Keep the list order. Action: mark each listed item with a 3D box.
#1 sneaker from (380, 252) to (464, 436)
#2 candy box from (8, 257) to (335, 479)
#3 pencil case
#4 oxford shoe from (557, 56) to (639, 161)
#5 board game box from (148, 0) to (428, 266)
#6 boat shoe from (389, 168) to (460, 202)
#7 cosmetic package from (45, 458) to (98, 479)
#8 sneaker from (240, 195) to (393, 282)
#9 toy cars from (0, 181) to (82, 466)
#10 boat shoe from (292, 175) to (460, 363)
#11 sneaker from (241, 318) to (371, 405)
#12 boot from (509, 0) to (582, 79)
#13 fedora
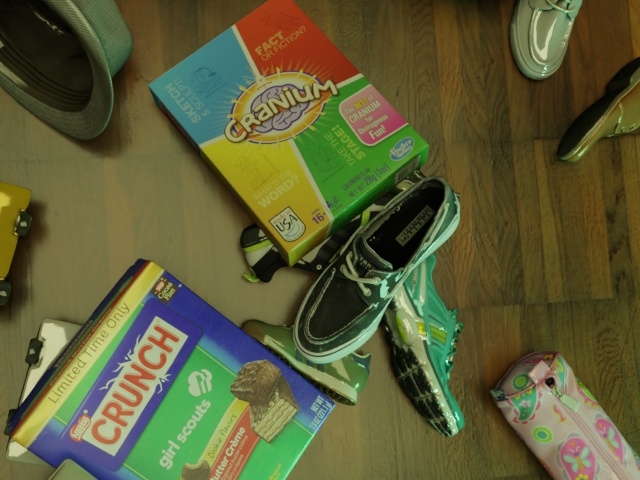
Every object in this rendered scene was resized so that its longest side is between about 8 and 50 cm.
[{"bbox_3d":[0.158,0.141,1.217,0.110,0.107,0.275,-16,88,-19],"label":"sneaker"},{"bbox_3d":[-0.185,0.220,1.104,0.317,0.122,0.268,40,74,-15],"label":"candy box"},{"bbox_3d":[0.368,0.288,1.225,0.124,0.124,0.284,-38,93,-10],"label":"pencil case"},{"bbox_3d":[0.446,-0.185,1.304,0.212,0.076,0.076,-44,104,-9],"label":"oxford shoe"},{"bbox_3d":[-0.046,-0.159,1.180,0.242,0.064,0.316,-38,74,-10],"label":"board game box"},{"bbox_3d":[0.104,-0.107,1.237,0.223,0.080,0.073,21,87,-2],"label":"boat shoe"},{"bbox_3d":[-0.332,0.409,1.019,0.160,0.113,0.309,40,123,-4],"label":"cosmetic package"},{"bbox_3d":[0.000,0.000,1.220,0.234,0.084,0.097,-16,98,-3],"label":"sneaker"},{"bbox_3d":[-0.401,0.108,1.139,0.176,0.087,0.394,-27,94,-22],"label":"toy cars"},{"bbox_3d":[0.069,0.036,1.136,0.301,0.102,0.108,-45,71,-1],"label":"boat shoe"},{"bbox_3d":[-0.014,0.148,1.211,0.192,0.064,0.086,33,68,-2],"label":"sneaker"},{"bbox_3d":[0.353,-0.377,1.276,0.095,0.123,0.258,9,84,-8],"label":"boot"},{"bbox_3d":[-0.347,-0.279,1.135,0.275,0.244,0.124,35,52,4],"label":"fedora"}]
